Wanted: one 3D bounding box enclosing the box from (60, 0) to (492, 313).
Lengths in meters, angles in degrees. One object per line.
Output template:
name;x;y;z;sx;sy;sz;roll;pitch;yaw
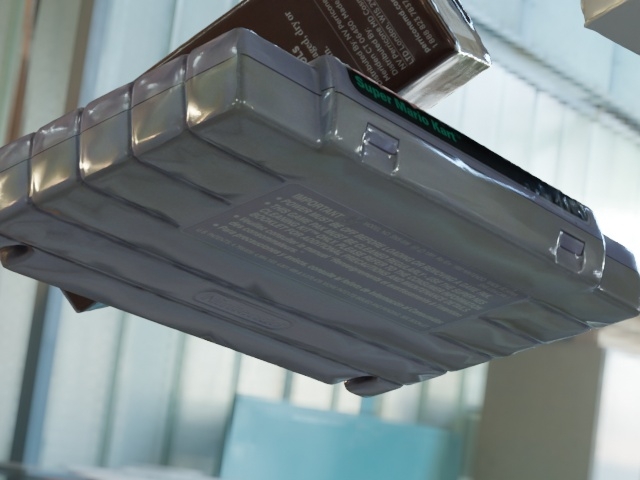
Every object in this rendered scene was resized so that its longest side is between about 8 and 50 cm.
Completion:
box;-0.058;-0.100;1.311;0.381;0.143;0.191;-33;-5;14

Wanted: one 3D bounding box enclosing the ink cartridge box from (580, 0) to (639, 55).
ink cartridge box;0.332;-0.264;1.055;0.129;0.223;0.307;24;-25;-23

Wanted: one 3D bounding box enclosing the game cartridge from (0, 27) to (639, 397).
game cartridge;0.000;0.000;0.891;0.230;0.068;0.355;-25;-33;33
